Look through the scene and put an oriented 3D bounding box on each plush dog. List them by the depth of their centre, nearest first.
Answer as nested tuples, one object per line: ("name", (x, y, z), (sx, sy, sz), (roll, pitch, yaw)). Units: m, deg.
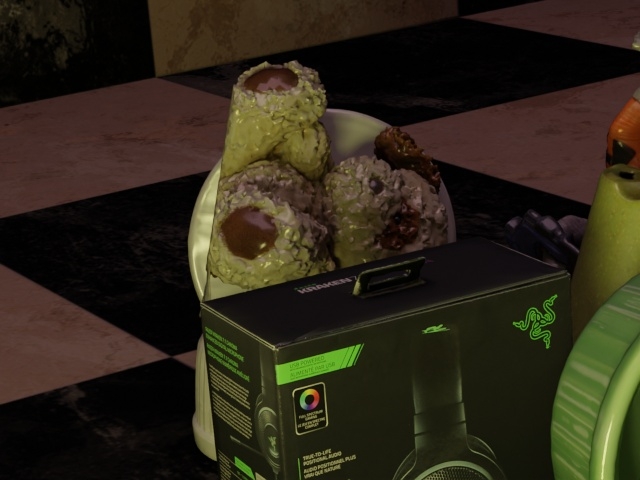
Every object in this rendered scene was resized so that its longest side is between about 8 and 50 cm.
("plush dog", (0.011, -0.014, 1.853), (0.225, 0.210, 0.262), (8, 50, -4))

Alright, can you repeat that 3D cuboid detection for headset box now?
("headset box", (0.057, 0.147, 1.437), (0.246, 0.283, 0.131), (-12, 18, -25))

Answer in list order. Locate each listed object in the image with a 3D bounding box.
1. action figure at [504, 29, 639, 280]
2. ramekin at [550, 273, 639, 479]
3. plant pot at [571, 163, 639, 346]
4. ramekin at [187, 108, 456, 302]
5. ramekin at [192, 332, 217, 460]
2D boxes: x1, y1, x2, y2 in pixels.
("action figure", (0.345, 0.021, 1.799), (0.178, 0.330, 0.341), (-22, 55, -31))
("ramekin", (0.310, 0.143, 1.372), (0.303, 0.303, 0.148), (-9, 9, -13))
("plant pot", (0.296, 0.076, 1.570), (0.276, 0.254, 0.276), (5, 13, -1))
("ramekin", (0.000, 0.000, 2.005), (0.273, 0.272, 0.127), (-5, 4, -2))
("ramekin", (-0.021, 0.127, 1.828), (0.207, 0.109, 0.207), (-5, 17, 1))
